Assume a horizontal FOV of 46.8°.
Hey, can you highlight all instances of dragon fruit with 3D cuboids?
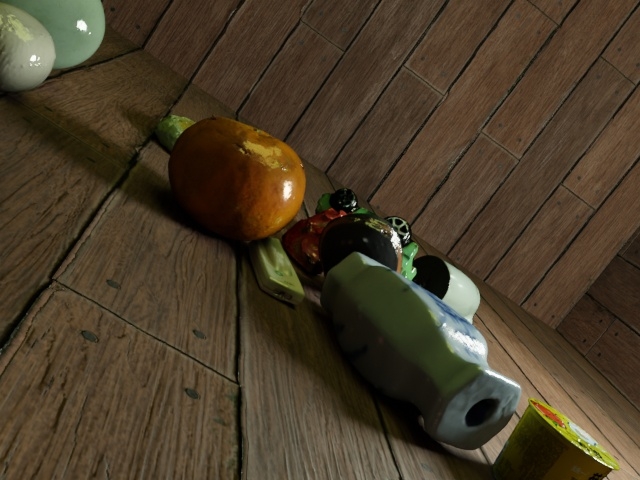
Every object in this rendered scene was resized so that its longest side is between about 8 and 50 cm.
[{"bbox_3d":[0.000,0.000,1.782,0.189,0.162,0.262,10,6,11],"label":"dragon fruit"}]

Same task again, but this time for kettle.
[{"bbox_3d":[0.369,0.177,2.165,0.236,0.161,0.221,28,40,-49],"label":"kettle"}]

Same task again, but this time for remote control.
[{"bbox_3d":[-0.089,0.051,1.467,0.090,0.049,0.230,29,14,-23],"label":"remote control"}]

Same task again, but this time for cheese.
[{"bbox_3d":[-0.605,-0.373,1.418,0.189,0.154,0.198,41,10,-2],"label":"cheese"}]

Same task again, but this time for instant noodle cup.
[{"bbox_3d":[0.390,0.382,1.269,0.182,0.144,0.182,34,9,-6],"label":"instant noodle cup"}]

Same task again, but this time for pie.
[{"bbox_3d":[-0.304,-0.231,2.005,0.323,0.070,0.323,38,11,-9],"label":"pie"}]

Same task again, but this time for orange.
[{"bbox_3d":[-0.168,-0.123,1.496,0.284,0.226,0.284,27,12,-6],"label":"orange"}]

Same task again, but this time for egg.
[{"bbox_3d":[-0.660,-0.537,1.624,0.389,0.276,0.276,32,11,-9],"label":"egg"}]

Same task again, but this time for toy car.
[{"bbox_3d":[0.129,0.020,1.968,0.359,0.176,0.213,31,-18,16],"label":"toy car"}]

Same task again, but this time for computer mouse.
[{"bbox_3d":[0.090,0.057,1.606,0.183,0.116,0.323,8,-29,13],"label":"computer mouse"}]

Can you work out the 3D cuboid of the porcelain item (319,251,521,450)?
[{"bbox_3d":[0.166,0.182,1.341,0.243,0.178,0.405,28,13,-40],"label":"porcelain item"}]
